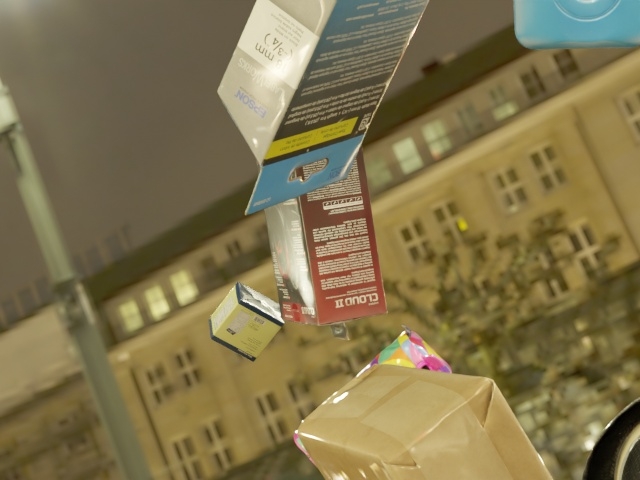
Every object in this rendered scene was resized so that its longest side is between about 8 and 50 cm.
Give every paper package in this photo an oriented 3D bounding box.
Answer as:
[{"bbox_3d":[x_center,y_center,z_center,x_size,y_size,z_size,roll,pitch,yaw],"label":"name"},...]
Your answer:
[{"bbox_3d":[0.155,0.321,1.991,0.168,0.309,0.325,-35,10,-17],"label":"paper package"}]

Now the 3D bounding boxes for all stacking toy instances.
[{"bbox_3d":[0.320,-0.342,2.103,0.175,0.165,0.302,-1,11,-1],"label":"stacking toy"}]

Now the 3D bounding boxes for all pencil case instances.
[{"bbox_3d":[0.073,0.224,2.202,0.236,0.104,0.104,-45,-20,11],"label":"pencil case"}]

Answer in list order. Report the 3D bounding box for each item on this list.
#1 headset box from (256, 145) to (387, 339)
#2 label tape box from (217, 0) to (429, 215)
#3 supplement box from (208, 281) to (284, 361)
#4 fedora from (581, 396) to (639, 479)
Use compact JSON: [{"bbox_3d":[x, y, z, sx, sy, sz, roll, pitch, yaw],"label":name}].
[{"bbox_3d":[0.000,0.000,2.348,0.110,0.293,0.218,-9,1,-15],"label":"headset box"},{"bbox_3d":[-0.002,-0.215,1.944,0.241,0.106,0.333,-22,-37,-54],"label":"label tape box"},{"bbox_3d":[-0.114,0.124,2.462,0.083,0.056,0.083,30,-69,-22],"label":"supplement box"},{"bbox_3d":[0.456,0.324,1.816,0.334,0.334,0.152,-28,6,16],"label":"fedora"}]
